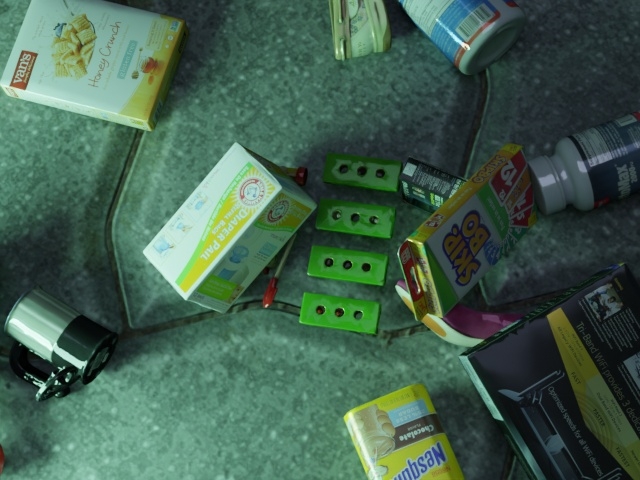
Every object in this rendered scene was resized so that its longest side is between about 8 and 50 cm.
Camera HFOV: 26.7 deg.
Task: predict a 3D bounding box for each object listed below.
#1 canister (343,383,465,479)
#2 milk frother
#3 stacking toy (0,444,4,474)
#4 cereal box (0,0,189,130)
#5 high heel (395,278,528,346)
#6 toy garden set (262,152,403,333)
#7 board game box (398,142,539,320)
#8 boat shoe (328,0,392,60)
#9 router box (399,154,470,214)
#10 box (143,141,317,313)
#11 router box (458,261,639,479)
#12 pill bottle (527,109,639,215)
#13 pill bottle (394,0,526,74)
[{"bbox_3d":[0.115,0.288,1.773,0.126,0.073,0.170,-22,71,-3],"label":"canister"},{"bbox_3d":[-0.370,0.143,1.821,0.135,0.143,0.129,30,85,11],"label":"milk frother"},{"bbox_3d":[-0.489,0.179,1.839,0.141,0.141,0.330,-11,79,1],"label":"stacking toy"},{"bbox_3d":[-0.335,-0.272,1.997,0.240,0.047,0.173,14,74,9],"label":"cereal box"},{"bbox_3d":[0.225,0.096,1.818,0.244,0.082,0.117,33,77,14],"label":"high heel"},{"bbox_3d":[0.000,0.000,1.886,0.204,0.049,0.244,7,78,11],"label":"toy garden set"},{"bbox_3d":[0.199,-0.010,1.786,0.039,0.124,0.259,17,46,42],"label":"board game box"},{"bbox_3d":[0.025,-0.403,1.979,0.089,0.104,0.285,-17,73,-3],"label":"boat shoe"},{"bbox_3d":[0.159,-0.067,1.853,0.092,0.122,0.038,23,80,12],"label":"router box"},{"bbox_3d":[-0.122,-0.016,1.830,0.203,0.114,0.103,-49,62,7],"label":"box"},{"bbox_3d":[0.360,0.219,1.732,0.243,0.081,0.309,-29,87,-4],"label":"router box"},{"bbox_3d":[0.380,-0.101,1.853,0.180,0.108,0.108,-20,72,-1],"label":"pill bottle"},{"bbox_3d":[0.181,-0.355,1.941,0.124,0.124,0.221,-38,73,-7],"label":"pill bottle"}]
